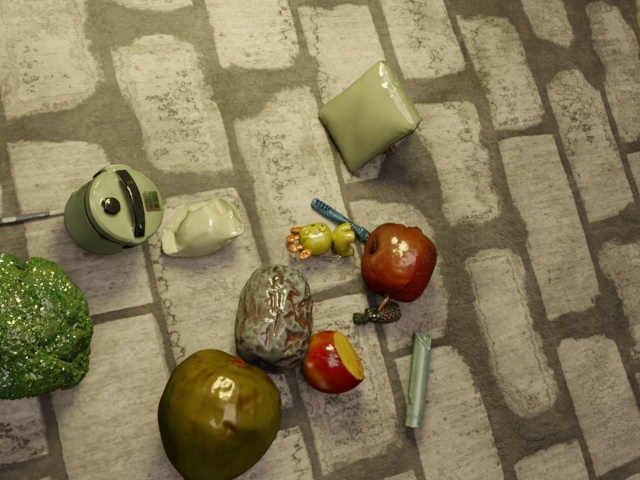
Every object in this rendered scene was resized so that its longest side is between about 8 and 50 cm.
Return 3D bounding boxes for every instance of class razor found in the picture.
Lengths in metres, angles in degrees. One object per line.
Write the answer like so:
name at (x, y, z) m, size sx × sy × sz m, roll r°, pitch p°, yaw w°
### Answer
razor at (0.078, -0.065, 1.892) m, size 0.253 × 0.042 × 0.081 m, roll 33°, pitch 70°, yaw -9°

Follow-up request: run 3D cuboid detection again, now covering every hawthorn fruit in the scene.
hawthorn fruit at (0.252, 0.070, 1.823) m, size 0.259 × 0.258 × 0.261 m, roll -8°, pitch 100°, yaw -21°

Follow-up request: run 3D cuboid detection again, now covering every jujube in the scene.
jujube at (-0.131, 0.223, 1.654) m, size 0.226 × 0.226 × 0.316 m, roll 16°, pitch 60°, yaw -16°

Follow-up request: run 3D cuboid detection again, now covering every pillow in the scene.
pillow at (0.155, -0.399, 1.851) m, size 0.120 × 0.322 × 0.255 m, roll -30°, pitch 89°, yaw -46°

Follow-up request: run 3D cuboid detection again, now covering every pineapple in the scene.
pineapple at (0.182, 0.245, 1.846) m, size 0.160 × 0.074 × 0.074 m, roll -7°, pitch 81°, yaw -19°

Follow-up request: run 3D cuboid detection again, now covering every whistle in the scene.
whistle at (0.320, 0.454, 1.853) m, size 0.062 × 0.062 × 0.311 m, roll 15°, pitch 74°, yaw -17°

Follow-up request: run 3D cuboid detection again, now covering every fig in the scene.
fig at (-0.274, 0.474, 1.503) m, size 0.344 × 0.343 × 0.342 m, roll 4°, pitch 77°, yaw -19°

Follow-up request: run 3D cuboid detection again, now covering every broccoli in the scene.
broccoli at (-0.734, 0.215, 1.403) m, size 0.310 × 0.321 × 0.413 m, roll -39°, pitch 110°, yaw -15°

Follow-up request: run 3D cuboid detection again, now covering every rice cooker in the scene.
rice cooker at (-0.557, -0.081, 1.541) m, size 0.226 × 0.244 × 0.225 m, roll 15°, pitch 66°, yaw -39°

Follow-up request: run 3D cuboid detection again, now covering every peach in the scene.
peach at (0.040, 0.366, 1.702) m, size 0.193 × 0.190 × 0.190 m, roll 3°, pitch 76°, yaw 3°

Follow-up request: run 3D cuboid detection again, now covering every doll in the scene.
doll at (0.000, 0.000, 1.816) m, size 0.221 × 0.135 × 0.142 m, roll -7°, pitch 49°, yaw -15°

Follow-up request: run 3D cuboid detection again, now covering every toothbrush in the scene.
toothbrush at (-0.783, -0.071, 1.587) m, size 0.288 × 0.026 × 0.024 m, roll -11°, pitch 79°, yaw -21°

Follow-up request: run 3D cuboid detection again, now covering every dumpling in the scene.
dumpling at (-0.359, -0.044, 1.699) m, size 0.252 × 0.131 × 0.179 m, roll -23°, pitch 66°, yaw -2°

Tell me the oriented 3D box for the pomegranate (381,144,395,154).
pomegranate at (0.237, -0.401, 1.971) m, size 0.159 × 0.159 × 0.204 m, roll -11°, pitch 112°, yaw -22°
